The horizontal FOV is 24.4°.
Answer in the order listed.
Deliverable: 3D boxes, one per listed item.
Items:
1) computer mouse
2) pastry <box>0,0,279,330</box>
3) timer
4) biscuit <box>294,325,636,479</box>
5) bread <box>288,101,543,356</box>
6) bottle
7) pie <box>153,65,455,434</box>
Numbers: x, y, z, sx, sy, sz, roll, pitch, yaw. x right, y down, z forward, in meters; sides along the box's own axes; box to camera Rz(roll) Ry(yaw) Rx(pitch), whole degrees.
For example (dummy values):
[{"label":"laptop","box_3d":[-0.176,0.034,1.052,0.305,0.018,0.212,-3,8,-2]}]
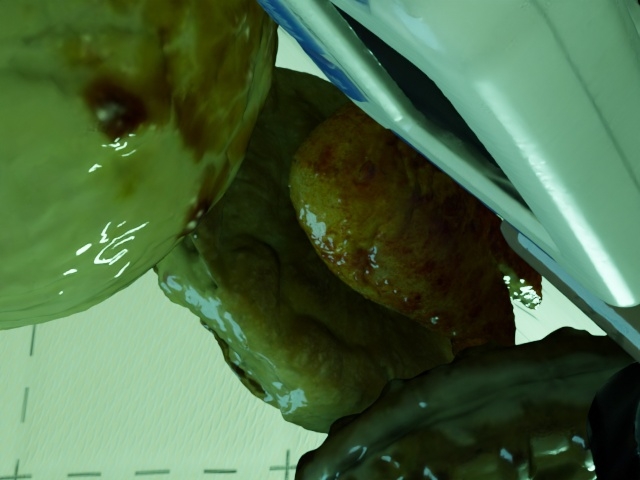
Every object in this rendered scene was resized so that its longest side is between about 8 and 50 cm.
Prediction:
[{"label":"computer mouse","box_3d":[0.227,0.125,0.843,0.137,0.096,0.233,28,-166,1]},{"label":"pastry","box_3d":[-0.196,-0.140,0.901,0.388,0.312,0.388,55,173,11]},{"label":"timer","box_3d":[0.043,-0.080,0.505,0.178,0.078,0.253,40,179,29]},{"label":"biscuit","box_3d":[0.138,0.176,1.085,0.332,0.332,0.103,45,-155,-54]},{"label":"bread","box_3d":[0.081,0.000,1.054,0.269,0.139,0.095,42,153,-28]},{"label":"bottle","box_3d":[0.163,0.023,0.797,0.140,0.053,0.053,43,179,16]},{"label":"pie","box_3d":[0.000,0.000,1.147,0.339,0.083,0.339,27,-137,-28]}]
